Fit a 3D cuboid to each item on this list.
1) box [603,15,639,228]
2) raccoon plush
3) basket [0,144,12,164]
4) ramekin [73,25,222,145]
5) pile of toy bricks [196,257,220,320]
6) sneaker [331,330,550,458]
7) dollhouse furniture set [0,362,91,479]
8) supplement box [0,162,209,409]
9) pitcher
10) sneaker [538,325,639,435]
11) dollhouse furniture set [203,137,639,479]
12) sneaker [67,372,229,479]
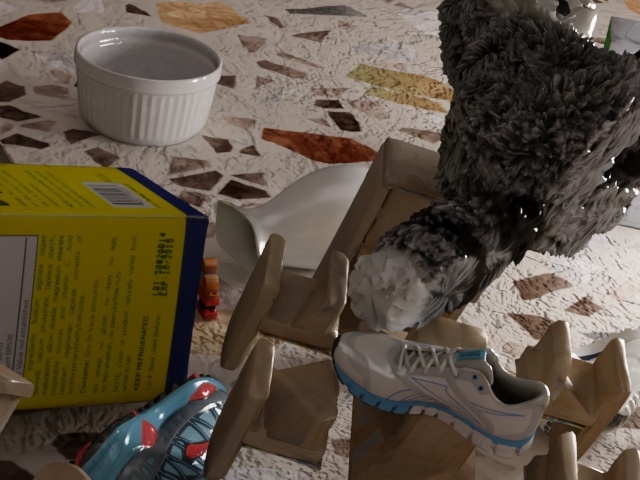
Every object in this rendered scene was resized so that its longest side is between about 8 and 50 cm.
[{"bbox_3d":[0.482,-0.149,2.053,0.231,0.262,0.127,12,27,5],"label":"box"},{"bbox_3d":[0.129,-0.132,1.413,0.446,0.216,0.299,-22,53,-39],"label":"raccoon plush"},{"bbox_3d":[-0.419,-0.053,1.696,0.204,0.154,0.227,17,20,-45],"label":"basket"},{"bbox_3d":[-0.248,-0.217,2.105,0.207,0.109,0.207,8,27,-4],"label":"ramekin"},{"bbox_3d":[-0.183,0.003,1.712,0.118,0.105,0.212,-3,30,-24],"label":"pile of toy bricks"},{"bbox_3d":[0.104,0.109,1.241,0.190,0.083,0.071,20,44,-5],"label":"sneaker"},{"bbox_3d":[-0.239,0.177,1.160,0.303,0.174,0.355,30,-1,17],"label":"dollhouse furniture set"},{"bbox_3d":[-0.316,0.039,1.434,0.356,0.194,0.195,1,16,-31],"label":"supplement box"},{"bbox_3d":[0.000,0.000,1.787,0.207,0.125,0.178,-16,56,-22],"label":"pitcher"},{"bbox_3d":[0.315,0.162,1.620,0.235,0.090,0.095,-14,50,-33],"label":"sneaker"},{"bbox_3d":[0.081,0.135,1.454,0.362,0.256,0.394,17,44,-11],"label":"dollhouse furniture set"},{"bbox_3d":[-0.139,0.214,1.370,0.125,0.104,0.262,50,25,5],"label":"sneaker"}]
